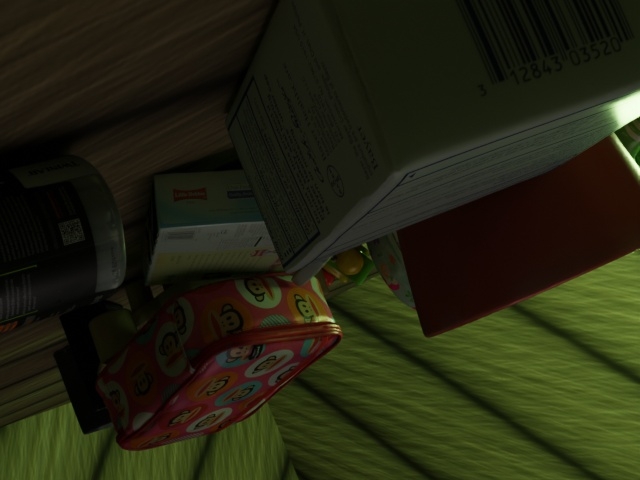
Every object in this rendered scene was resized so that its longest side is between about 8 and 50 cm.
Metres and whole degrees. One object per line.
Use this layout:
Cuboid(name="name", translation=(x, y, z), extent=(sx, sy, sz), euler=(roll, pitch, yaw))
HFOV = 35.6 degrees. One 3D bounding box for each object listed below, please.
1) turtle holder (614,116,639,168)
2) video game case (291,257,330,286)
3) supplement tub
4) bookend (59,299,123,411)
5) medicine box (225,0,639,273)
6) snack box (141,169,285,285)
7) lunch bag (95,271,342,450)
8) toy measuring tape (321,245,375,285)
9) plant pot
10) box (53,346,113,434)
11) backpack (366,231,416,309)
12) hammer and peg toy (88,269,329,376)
Cuboid(name="turtle holder", translation=(0.438, -0.142, 1.481), extent=(0.227, 0.243, 0.320), euler=(-36, 137, -18))
Cuboid(name="video game case", translation=(0.028, -0.014, 1.160), extent=(0.143, 0.019, 0.157), euler=(-49, 180, -16))
Cuboid(name="supplement tub", translation=(-0.247, 0.012, 0.713), extent=(0.190, 0.117, 0.117), euler=(-18, 171, -36))
Cuboid(name="bookend", translation=(-0.335, 0.182, 1.577), extent=(0.072, 0.157, 0.156), euler=(-22, 173, -3))
Cuboid(name="medicine box", translation=(0.093, -0.111, 0.739), extent=(0.263, 0.149, 0.289), euler=(-21, 173, -19))
Cuboid(name="snack box", translation=(-0.097, -0.009, 1.102), extent=(0.187, 0.060, 0.322), euler=(-4, 169, -14))
Cuboid(name="lunch bag", translation=(-0.119, 0.152, 1.279), extent=(0.258, 0.120, 0.293), euler=(-3, 149, -46))
Cuboid(name="toy measuring tape", translation=(0.000, 0.000, 1.612), extent=(0.121, 0.121, 0.330), euler=(-22, -167, -9))
Cuboid(name="plant pot", translation=(0.187, -0.063, 1.026), extent=(0.274, 0.243, 0.275), euler=(-22, 173, -3))
Cuboid(name="box", translation=(-0.304, 0.231, 1.975), extent=(0.294, 0.183, 0.296), euler=(-25, 173, 25))
Cuboid(name="backpack", translation=(0.203, -0.019, 1.491), extent=(0.253, 0.225, 0.191), euler=(-24, 171, -19))
Cuboid(name="hammer and peg toy", translation=(-0.188, 0.084, 1.438), extent=(0.361, 0.127, 0.266), euler=(-14, 170, -34))
